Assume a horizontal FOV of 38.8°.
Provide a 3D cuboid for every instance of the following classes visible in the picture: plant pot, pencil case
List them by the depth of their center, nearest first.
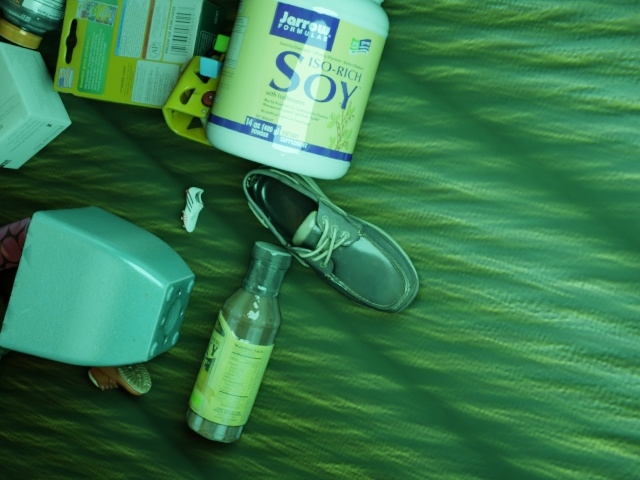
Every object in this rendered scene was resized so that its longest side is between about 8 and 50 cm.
[{"bbox_3d":[-0.374,0.096,1.629,0.252,0.248,0.247,18,98,10],"label":"plant pot"},{"bbox_3d":[-0.638,0.018,1.854,0.209,0.095,0.098,-14,98,30],"label":"pencil case"}]

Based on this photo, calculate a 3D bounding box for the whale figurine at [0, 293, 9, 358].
[{"bbox_3d":[-0.736,0.221,1.871,0.216,0.141,0.271,-1,89,28],"label":"whale figurine"}]

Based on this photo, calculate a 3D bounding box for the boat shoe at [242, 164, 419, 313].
[{"bbox_3d":[0.000,0.000,1.479,0.355,0.130,0.132,37,106,24],"label":"boat shoe"}]

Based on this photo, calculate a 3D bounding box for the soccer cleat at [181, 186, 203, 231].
[{"bbox_3d":[-0.232,-0.057,1.666,0.036,0.029,0.083,3,86,33],"label":"soccer cleat"}]

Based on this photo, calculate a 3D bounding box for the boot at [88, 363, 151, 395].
[{"bbox_3d":[-0.384,0.261,1.730,0.158,0.059,0.084,34,108,34],"label":"boot"}]

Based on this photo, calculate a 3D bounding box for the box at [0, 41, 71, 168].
[{"bbox_3d":[-0.631,-0.269,1.836,0.181,0.119,0.181,-34,74,24],"label":"box"}]

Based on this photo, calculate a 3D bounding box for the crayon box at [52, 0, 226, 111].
[{"bbox_3d":[-0.341,-0.353,1.700,0.323,0.083,0.203,13,95,28],"label":"crayon box"}]

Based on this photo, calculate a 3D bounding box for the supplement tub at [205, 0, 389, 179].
[{"bbox_3d":[-0.030,-0.282,1.439,0.241,0.241,0.331,20,99,27],"label":"supplement tub"}]

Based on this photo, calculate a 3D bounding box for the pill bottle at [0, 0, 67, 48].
[{"bbox_3d":[-0.553,-0.505,1.791,0.130,0.130,0.245,35,105,25],"label":"pill bottle"}]

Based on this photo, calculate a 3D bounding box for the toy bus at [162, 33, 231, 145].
[{"bbox_3d":[-0.191,-0.267,1.556,0.105,0.202,0.190,18,109,14],"label":"toy bus"}]

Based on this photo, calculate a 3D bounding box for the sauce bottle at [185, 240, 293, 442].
[{"bbox_3d":[-0.133,0.171,1.563,0.111,0.111,0.344,23,98,27],"label":"sauce bottle"}]
